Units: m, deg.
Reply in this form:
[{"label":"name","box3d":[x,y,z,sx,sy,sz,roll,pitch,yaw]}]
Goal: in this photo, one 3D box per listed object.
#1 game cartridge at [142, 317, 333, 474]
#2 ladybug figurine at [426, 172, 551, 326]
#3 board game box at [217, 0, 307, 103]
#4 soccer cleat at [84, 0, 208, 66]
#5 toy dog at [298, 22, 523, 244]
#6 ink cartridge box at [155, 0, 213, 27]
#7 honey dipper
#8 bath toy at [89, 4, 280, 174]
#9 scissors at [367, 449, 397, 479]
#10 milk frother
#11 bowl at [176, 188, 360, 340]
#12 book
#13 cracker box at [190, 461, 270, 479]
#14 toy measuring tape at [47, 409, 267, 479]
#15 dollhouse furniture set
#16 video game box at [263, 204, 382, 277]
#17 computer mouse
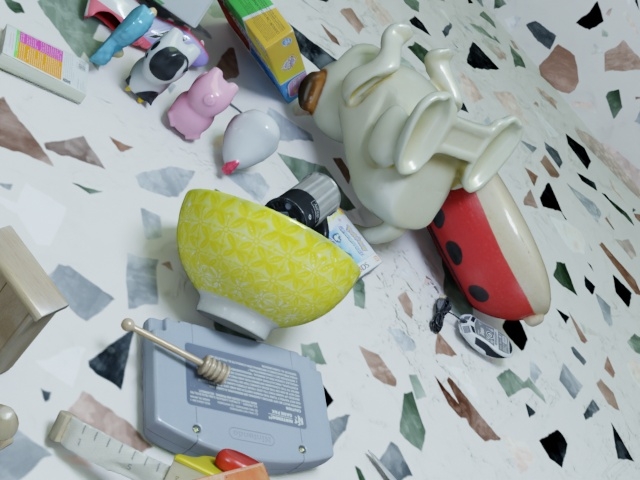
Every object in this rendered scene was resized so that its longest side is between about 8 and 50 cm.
[{"label":"game cartridge","box3d":[-0.117,0.230,1.200,0.297,0.062,0.198,21,47,-33]},{"label":"ladybug figurine","box3d":[0.326,-0.013,1.756,0.305,0.162,0.449,65,0,-65]},{"label":"board game box","box3d":[-0.126,-0.429,1.677,0.242,0.064,0.316,54,-1,11]},{"label":"soccer cleat","box3d":[-0.326,-0.389,1.582,0.248,0.083,0.095,34,68,-28]},{"label":"toy dog","box3d":[0.138,-0.230,1.673,0.285,0.395,0.408,0,38,-35]},{"label":"ink cartridge box","box3d":[-0.290,-0.492,1.617,0.153,0.087,0.208,32,7,-21]},{"label":"honey dipper","box3d":[-0.196,0.148,1.130,0.161,0.030,0.030,30,38,-18]},{"label":"bath toy","box3d":[-0.231,-0.247,1.486,0.348,0.151,0.129,40,70,-16]},{"label":"scissors","box3d":[0.171,0.453,1.311,0.297,0.021,0.109,43,37,-8]},{"label":"milk frother","box3d":[-0.059,-0.043,1.436,0.143,0.129,0.135,16,28,22]},{"label":"bowl","box3d":[-0.101,0.058,1.257,0.289,0.289,0.156,30,75,-23]},{"label":"book","box3d":[-0.452,-0.291,1.377,0.144,0.035,0.096,23,38,-31]},{"label":"cracker box","box3d":[-0.170,0.324,0.893,0.156,0.232,0.067,0,58,-47]},{"label":"toy measuring tape","box3d":[-0.174,0.295,1.053,0.330,0.121,0.121,25,37,0]},{"label":"dollhouse furniture set","box3d":[-0.463,0.110,0.848,0.303,0.174,0.355,51,35,7]},{"label":"video game box","box3d":[0.000,0.000,1.555,0.205,0.048,0.187,51,33,6]},{"label":"computer mouse","box3d":[0.304,0.188,1.697,0.193,0.042,0.106,33,32,-10]}]
